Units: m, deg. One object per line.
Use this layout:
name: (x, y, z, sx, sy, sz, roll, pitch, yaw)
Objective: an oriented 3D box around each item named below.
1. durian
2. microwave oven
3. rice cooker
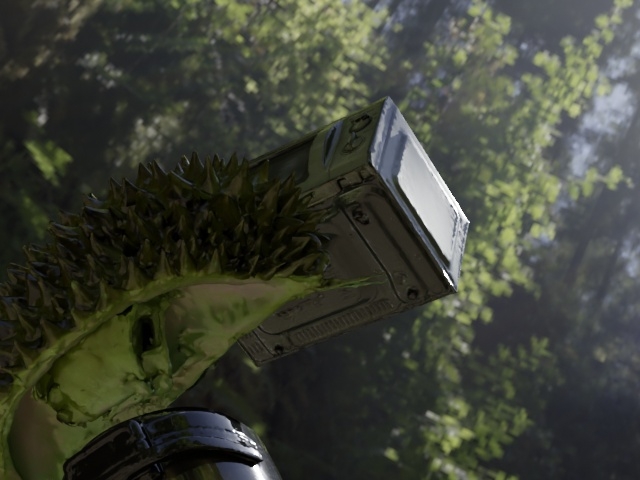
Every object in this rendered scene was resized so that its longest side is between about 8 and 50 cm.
durian: (-0.147, 0.065, 0.897, 0.169, 0.355, 0.157, 48, 4, -25)
microwave oven: (0.000, 0.000, 1.049, 0.205, 0.129, 0.163, -24, -65, 27)
rice cooker: (-0.072, 0.157, 0.673, 0.106, 0.112, 0.165, 60, 9, 24)
